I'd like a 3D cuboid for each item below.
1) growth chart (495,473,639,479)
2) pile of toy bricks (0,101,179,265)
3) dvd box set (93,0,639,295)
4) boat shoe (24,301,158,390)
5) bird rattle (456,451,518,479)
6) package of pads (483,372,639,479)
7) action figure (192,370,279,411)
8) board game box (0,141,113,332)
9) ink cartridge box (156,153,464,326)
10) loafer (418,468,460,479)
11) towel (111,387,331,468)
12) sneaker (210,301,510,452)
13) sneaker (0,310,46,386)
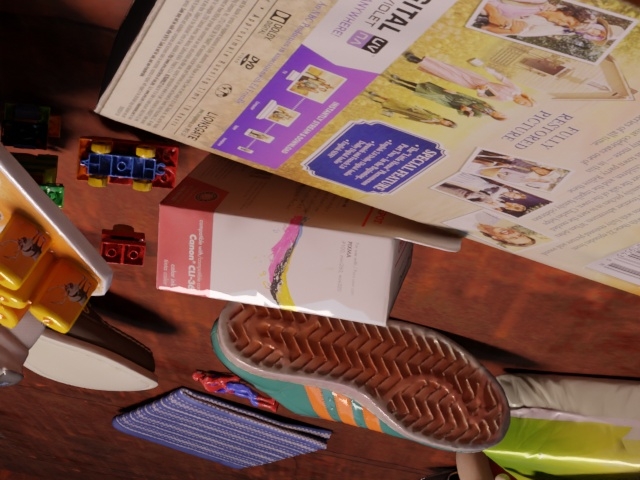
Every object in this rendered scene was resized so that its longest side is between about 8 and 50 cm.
[{"bbox_3d":[0.315,0.271,1.294,0.237,0.021,0.172,-13,140,45],"label":"growth chart"},{"bbox_3d":[-0.215,-0.047,0.945,0.212,0.118,0.105,6,-164,-11],"label":"pile of toy bricks"},{"bbox_3d":[0.114,-0.075,0.691,0.420,0.062,0.307,18,160,-15],"label":"dvd box set"},{"bbox_3d":[-0.287,0.083,1.356,0.109,0.091,0.305,-20,146,38],"label":"boat shoe"},{"bbox_3d":[0.225,0.316,1.544,0.253,0.207,0.143,9,134,-39],"label":"bird rattle"},{"bbox_3d":[0.342,0.220,1.345,0.296,0.101,0.229,2,158,29],"label":"package of pads"},{"bbox_3d":[-0.107,0.185,1.632,0.115,0.030,0.038,13,156,11],"label":"action figure"},{"bbox_3d":[-0.376,-0.076,0.807,0.390,0.050,0.390,-4,136,39],"label":"board game box"},{"bbox_3d":[0.000,0.000,0.886,0.198,0.067,0.115,9,-158,10],"label":"ink cartridge box"},{"bbox_3d":[0.203,0.354,1.894,0.170,0.062,0.061,-15,141,35],"label":"loafer"},{"bbox_3d":[-0.157,0.280,1.943,0.243,0.040,0.336,21,157,-20],"label":"towel"},{"bbox_3d":[0.037,0.132,1.284,0.302,0.108,0.121,22,161,-4],"label":"sneaker"},{"bbox_3d":[-0.371,0.009,1.172,0.297,0.129,0.111,36,157,-12],"label":"sneaker"}]
